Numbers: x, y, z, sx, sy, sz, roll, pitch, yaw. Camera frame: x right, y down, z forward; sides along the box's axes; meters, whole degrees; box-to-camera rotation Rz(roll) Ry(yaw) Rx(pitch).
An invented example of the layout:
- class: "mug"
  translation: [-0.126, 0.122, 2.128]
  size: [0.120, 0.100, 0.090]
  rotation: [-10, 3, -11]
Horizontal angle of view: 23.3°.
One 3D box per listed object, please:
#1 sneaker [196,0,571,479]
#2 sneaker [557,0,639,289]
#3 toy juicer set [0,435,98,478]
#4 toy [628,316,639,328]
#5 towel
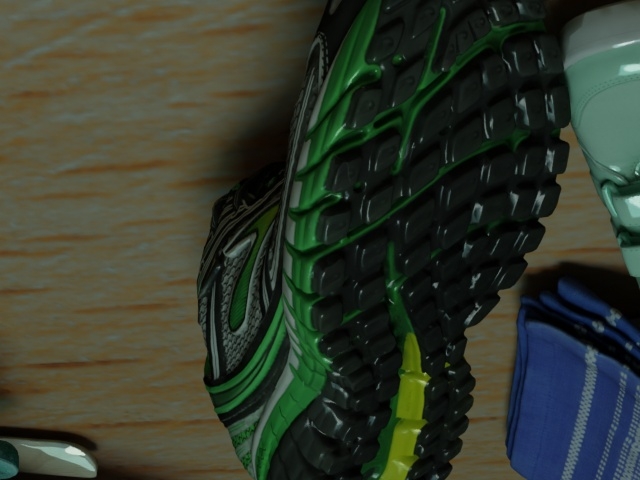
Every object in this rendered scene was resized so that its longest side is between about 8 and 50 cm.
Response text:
- class: "sneaker"
  translation: [0.000, 0.000, 0.698]
  size: [0.134, 0.146, 0.343]
  rotation: [-21, 144, -33]
- class: "sneaker"
  translation: [0.173, 0.014, 0.679]
  size: [0.094, 0.151, 0.256]
  rotation: [-11, 144, 27]
- class: "toy juicer set"
  translation: [-0.299, 0.108, 0.954]
  size: [0.209, 0.089, 0.329]
  rotation: [-6, 147, 17]
- class: "toy"
  translation: [0.274, 0.073, 0.852]
  size: [0.237, 0.056, 0.137]
  rotation: [-20, 140, 34]
- class: "towel"
  translation: [0.232, 0.179, 0.856]
  size: [0.336, 0.040, 0.243]
  rotation: [41, 159, 23]
